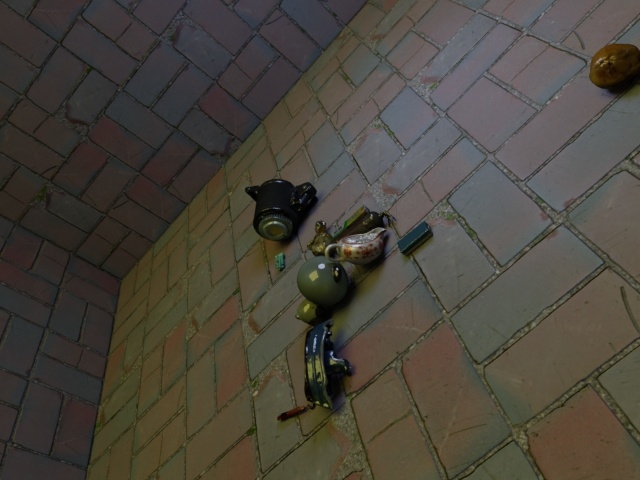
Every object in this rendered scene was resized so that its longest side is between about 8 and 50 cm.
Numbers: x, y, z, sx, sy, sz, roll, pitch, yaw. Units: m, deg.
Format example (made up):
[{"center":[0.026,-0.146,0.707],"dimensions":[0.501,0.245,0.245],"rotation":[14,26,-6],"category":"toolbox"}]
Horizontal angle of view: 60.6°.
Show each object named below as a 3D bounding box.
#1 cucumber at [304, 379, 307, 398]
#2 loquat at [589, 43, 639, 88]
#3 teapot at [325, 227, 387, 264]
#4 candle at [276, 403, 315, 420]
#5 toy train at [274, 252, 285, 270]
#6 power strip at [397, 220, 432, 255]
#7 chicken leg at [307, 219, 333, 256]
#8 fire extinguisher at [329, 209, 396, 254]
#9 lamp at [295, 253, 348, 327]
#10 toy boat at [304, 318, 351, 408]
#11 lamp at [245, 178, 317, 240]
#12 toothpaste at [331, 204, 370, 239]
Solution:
[{"center":[-0.031,0.467,1.773],"dimensions":[0.048,0.048,0.105],"rotation":[-29,38,37],"category":"cucumber"},{"center":[0.807,-0.476,1.496],"dimensions":[0.137,0.113,0.137],"rotation":[-25,19,10],"category":"loquat"},{"center":[0.126,0.028,1.896],"dimensions":[0.159,0.245,0.116],"rotation":[34,129,48],"category":"teapot"},{"center":[-0.082,0.556,1.778],"dimensions":[0.167,0.026,0.021],"rotation":[-32,40,34],"category":"candle"},{"center":[-0.174,0.094,2.386],"dimensions":[0.045,0.029,0.092],"rotation":[-27,41,14],"category":"toy train"},{"center":[0.309,-0.007,1.790],"dimensions":[0.123,0.032,0.056],"rotation":[-42,32,20],"category":"power strip"},{"center":[0.000,0.000,2.176],"dimensions":[0.103,0.088,0.228],"rotation":[-59,27,25],"category":"chicken leg"},{"center":[0.156,-0.031,2.004],"dimensions":[0.267,0.072,0.089],"rotation":[-37,61,27],"category":"fire extinguisher"},{"center":[-0.001,0.174,1.923],"dimensions":[0.197,0.197,0.244],"rotation":[36,113,60],"category":"lamp"},{"center":[0.025,0.382,1.722],"dimensions":[0.142,0.129,0.309],"rotation":[-7,48,8],"category":"toy boat"},{"center":[-0.205,-0.128,2.474],"dimensions":[0.373,0.205,0.272],"rotation":[-9,48,38],"category":"lamp"},{"center":[0.118,-0.063,2.119],"dimensions":[0.178,0.037,0.043],"rotation":[-41,33,21],"category":"toothpaste"}]
